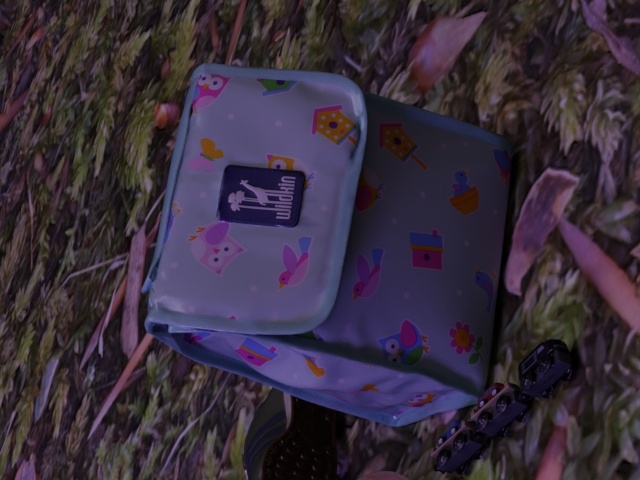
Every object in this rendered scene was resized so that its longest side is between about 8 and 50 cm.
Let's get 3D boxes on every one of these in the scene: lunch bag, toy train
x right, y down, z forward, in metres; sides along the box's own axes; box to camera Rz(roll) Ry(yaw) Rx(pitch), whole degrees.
[{"bbox_3d":[0.000,0.000,1.456,0.160,0.262,0.223,-24,51,57],"label":"lunch bag"},{"bbox_3d":[0.128,0.120,1.394,0.158,0.027,0.036,-48,31,38],"label":"toy train"}]

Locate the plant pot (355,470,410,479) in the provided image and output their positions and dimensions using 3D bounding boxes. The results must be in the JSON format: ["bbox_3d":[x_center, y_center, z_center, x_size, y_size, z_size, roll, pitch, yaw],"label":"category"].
[{"bbox_3d":[0.037,0.292,1.454,0.236,0.032,0.236,-43,37,45],"label":"plant pot"}]

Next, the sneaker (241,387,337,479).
[{"bbox_3d":[-0.030,0.187,1.604,0.086,0.064,0.192,-55,16,38],"label":"sneaker"}]
